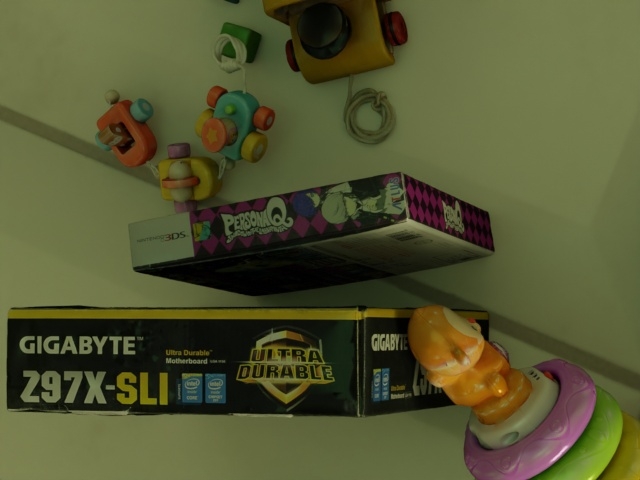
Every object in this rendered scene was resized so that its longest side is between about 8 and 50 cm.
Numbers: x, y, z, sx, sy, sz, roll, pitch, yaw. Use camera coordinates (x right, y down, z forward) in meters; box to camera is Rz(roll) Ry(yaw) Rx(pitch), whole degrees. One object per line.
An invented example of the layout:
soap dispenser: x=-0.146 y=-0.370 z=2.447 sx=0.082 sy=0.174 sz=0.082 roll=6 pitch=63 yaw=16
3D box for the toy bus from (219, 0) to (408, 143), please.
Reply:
toy bus: x=-0.001 y=-0.206 z=1.537 sx=0.202 sy=0.104 sz=0.191 roll=34 pitch=98 yaw=19

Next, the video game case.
video game case: x=0.000 y=0.000 z=1.455 sx=0.210 sy=0.232 sz=0.041 roll=-11 pitch=80 yaw=19

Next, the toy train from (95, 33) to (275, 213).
toy train: x=-0.117 y=-0.090 z=1.580 sx=0.166 sy=0.046 sz=0.125 roll=-31 pitch=85 yaw=34

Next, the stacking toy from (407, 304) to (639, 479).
stacking toy: x=0.158 y=0.148 z=1.348 sx=0.166 sy=0.175 sz=0.302 roll=-40 pitch=112 yaw=1

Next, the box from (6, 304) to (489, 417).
box: x=-0.039 y=0.085 z=1.415 sx=0.257 sy=0.322 sz=0.079 roll=1 pitch=88 yaw=20
